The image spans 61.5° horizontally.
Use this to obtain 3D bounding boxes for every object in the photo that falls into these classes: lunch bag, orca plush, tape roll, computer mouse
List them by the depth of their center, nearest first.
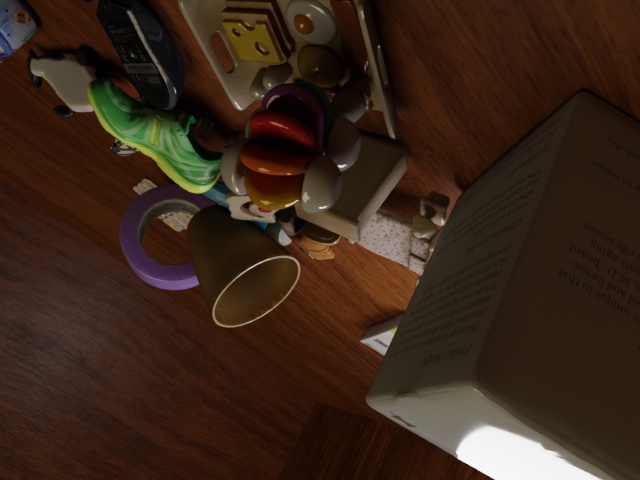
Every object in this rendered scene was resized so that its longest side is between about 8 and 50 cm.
[{"bbox_3d":[-0.300,-0.355,0.913,0.188,0.072,0.272,17,141,33],"label":"computer mouse"},{"bbox_3d":[-0.730,-0.496,1.069,0.243,0.115,0.303,15,152,36],"label":"lunch bag"},{"bbox_3d":[-0.527,-0.334,1.177,0.287,0.151,0.102,11,-178,31],"label":"orca plush"},{"bbox_3d":[-0.391,-0.010,1.450,0.274,0.275,0.090,29,158,1],"label":"tape roll"}]

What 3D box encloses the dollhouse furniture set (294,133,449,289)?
[{"bbox_3d":[0.058,-0.005,0.987,0.303,0.174,0.356,25,151,24],"label":"dollhouse furniture set"}]

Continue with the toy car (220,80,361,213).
[{"bbox_3d":[-0.039,-0.132,0.691,0.159,0.182,0.136,14,142,16],"label":"toy car"}]

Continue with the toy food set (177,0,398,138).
[{"bbox_3d":[-0.042,-0.253,0.774,0.306,0.092,0.220,16,154,29],"label":"toy food set"}]

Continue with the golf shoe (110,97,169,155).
[{"bbox_3d":[-0.397,-0.232,1.231,0.120,0.105,0.272,33,159,-25],"label":"golf shoe"}]

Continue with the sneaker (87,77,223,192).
[{"bbox_3d":[-0.310,-0.220,1.053,0.295,0.109,0.123,38,113,-26],"label":"sneaker"}]

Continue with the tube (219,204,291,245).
[{"bbox_3d":[-0.173,-0.048,1.405,0.240,0.070,0.062,17,-163,36],"label":"tube"}]

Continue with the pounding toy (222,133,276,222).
[{"bbox_3d":[-0.115,-0.141,1.122,0.154,0.155,0.269,1,167,-4],"label":"pounding toy"}]

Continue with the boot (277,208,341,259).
[{"bbox_3d":[0.000,0.000,1.276,0.197,0.073,0.152,25,159,43],"label":"boot"}]

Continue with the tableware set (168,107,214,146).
[{"bbox_3d":[-0.295,-0.208,1.135,0.104,0.024,0.154,18,135,-25],"label":"tableware set"}]

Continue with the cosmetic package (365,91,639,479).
[{"bbox_3d":[0.318,0.107,0.703,0.327,0.394,0.329,31,158,-2],"label":"cosmetic package"}]

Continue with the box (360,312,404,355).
[{"bbox_3d":[0.278,0.321,1.624,0.232,0.059,0.322,32,158,-5],"label":"box"}]

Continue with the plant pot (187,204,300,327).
[{"bbox_3d":[-0.216,0.040,1.316,0.254,0.237,0.237,49,167,29],"label":"plant pot"}]

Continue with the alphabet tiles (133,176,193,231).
[{"bbox_3d":[-0.458,-0.090,1.691,0.278,0.021,0.284,40,155,-22],"label":"alphabet tiles"}]

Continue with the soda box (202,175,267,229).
[{"bbox_3d":[-0.204,-0.114,1.281,0.210,0.067,0.071,30,158,0],"label":"soda box"}]

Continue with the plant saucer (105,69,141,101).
[{"bbox_3d":[-0.423,-0.333,1.159,0.083,0.013,0.083,26,157,12],"label":"plant saucer"}]
